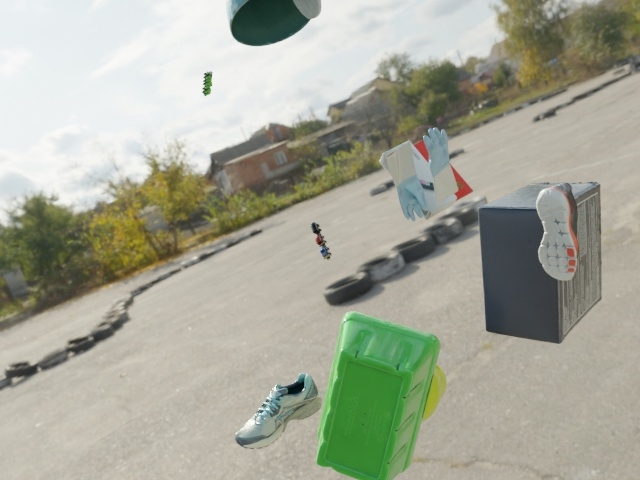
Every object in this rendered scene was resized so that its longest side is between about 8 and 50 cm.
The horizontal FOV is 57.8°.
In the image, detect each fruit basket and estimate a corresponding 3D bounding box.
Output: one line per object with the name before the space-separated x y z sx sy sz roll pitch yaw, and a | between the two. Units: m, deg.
fruit basket | 0.160 0.370 1.427 0.282 0.392 0.392 15 17 14

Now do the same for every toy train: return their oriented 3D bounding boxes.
toy train | 0.000 0.000 1.887 0.027 0.158 0.036 -38 -40 19
toy train | -0.275 -0.383 1.413 0.023 0.017 0.083 -34 -12 -27

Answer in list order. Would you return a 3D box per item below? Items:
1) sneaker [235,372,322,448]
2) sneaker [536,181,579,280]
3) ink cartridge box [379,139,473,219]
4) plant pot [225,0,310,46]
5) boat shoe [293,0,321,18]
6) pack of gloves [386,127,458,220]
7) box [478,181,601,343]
sneaker | -0.130 0.475 1.654 0.283 0.122 0.110 -29 31 -29
sneaker | 0.367 -0.014 0.866 0.064 0.158 0.061 -32 32 -32
ink cartridge box | 0.380 -0.235 2.028 0.238 0.275 0.060 -29 -18 -23
plant pot | -0.181 -0.789 1.845 0.290 0.196 0.290 -21 -11 -4
boat shoe | -0.048 -0.730 1.601 0.083 0.226 0.076 -13 21 33
pack of gloves | 0.287 -0.169 1.536 0.195 0.232 0.046 -34 37 -16
box | 0.507 0.035 1.326 0.182 0.297 0.294 4 16 40
